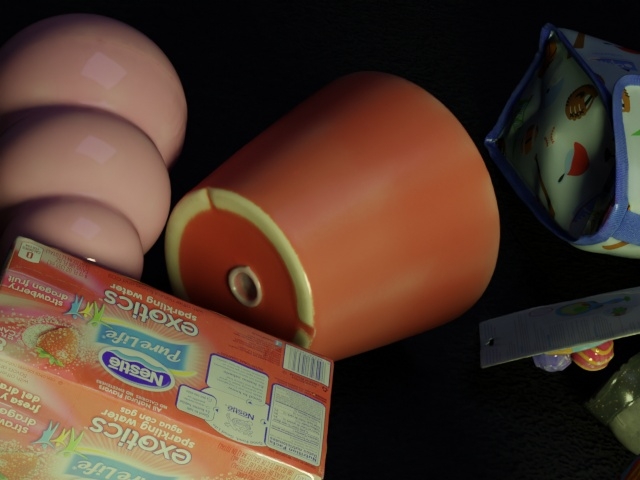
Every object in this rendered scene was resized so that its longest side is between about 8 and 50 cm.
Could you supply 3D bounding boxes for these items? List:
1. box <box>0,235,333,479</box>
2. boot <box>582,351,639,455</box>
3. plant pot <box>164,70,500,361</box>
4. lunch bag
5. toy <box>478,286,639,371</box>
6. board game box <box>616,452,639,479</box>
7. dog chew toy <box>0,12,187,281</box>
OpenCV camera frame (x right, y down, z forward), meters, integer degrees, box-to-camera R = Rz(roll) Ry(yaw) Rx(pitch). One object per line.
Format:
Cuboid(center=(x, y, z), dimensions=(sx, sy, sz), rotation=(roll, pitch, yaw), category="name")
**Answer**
Cuboid(center=(-0.153, 0.142, 1.365), dimensions=(0.300, 0.142, 0.154), rotation=(22, 35, -13), category="box")
Cuboid(center=(0.449, 0.200, 1.806), dimensions=(0.338, 0.118, 0.222), rotation=(-27, 70, -44), category="boot")
Cuboid(center=(0.000, 0.000, 1.582), dimensions=(0.275, 0.275, 0.243), rotation=(44, 45, 18), category="plant pot")
Cuboid(center=(0.424, -0.081, 1.962), dimensions=(0.328, 0.238, 0.385), rotation=(15, 25, -18), category="lunch bag")
Cuboid(center=(0.291, 0.103, 1.731), dimensions=(0.137, 0.237, 0.056), rotation=(-73, 146, -73), category="toy")
Cuboid(center=(0.192, 0.331, 1.246), dimensions=(0.086, 0.302, 0.308), rotation=(34, 34, 5), category="board game box")
Cuboid(center=(-0.228, -0.059, 1.525), dimensions=(0.207, 0.206, 0.331), rotation=(16, 44, -21), category="dog chew toy")
